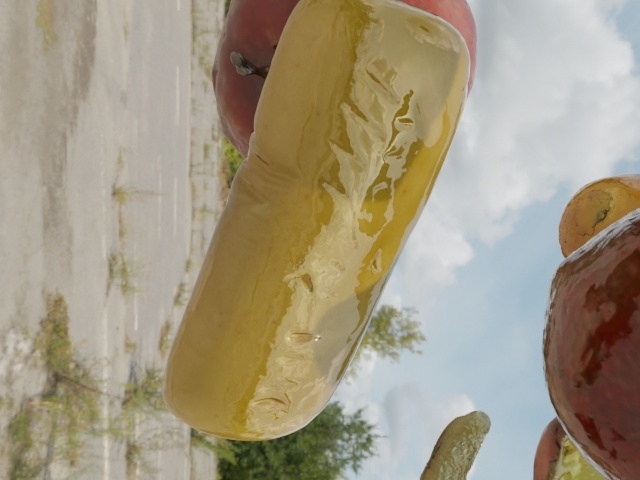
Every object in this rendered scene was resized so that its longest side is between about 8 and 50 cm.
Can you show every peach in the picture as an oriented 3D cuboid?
[{"bbox_3d":[0.552,0.469,1.202,0.362,0.257,0.201,60,19,-10],"label":"peach"}]

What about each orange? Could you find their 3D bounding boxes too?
[{"bbox_3d":[0.600,-0.013,1.165,0.246,0.246,0.246,-179,-90,-84],"label":"orange"}]

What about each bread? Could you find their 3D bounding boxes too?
[{"bbox_3d":[0.000,0.000,0.387,0.091,0.142,0.305,40,-66,47],"label":"bread"}]

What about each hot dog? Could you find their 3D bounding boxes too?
[{"bbox_3d":[0.225,0.404,1.049,0.242,0.073,0.084,-55,161,-26],"label":"hot dog"}]

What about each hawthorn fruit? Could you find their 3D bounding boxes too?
[{"bbox_3d":[0.322,0.087,0.507,0.300,0.254,0.254,-15,109,-65],"label":"hawthorn fruit"},{"bbox_3d":[0.004,-0.141,0.495,0.271,0.241,0.242,-33,128,-68],"label":"hawthorn fruit"}]
